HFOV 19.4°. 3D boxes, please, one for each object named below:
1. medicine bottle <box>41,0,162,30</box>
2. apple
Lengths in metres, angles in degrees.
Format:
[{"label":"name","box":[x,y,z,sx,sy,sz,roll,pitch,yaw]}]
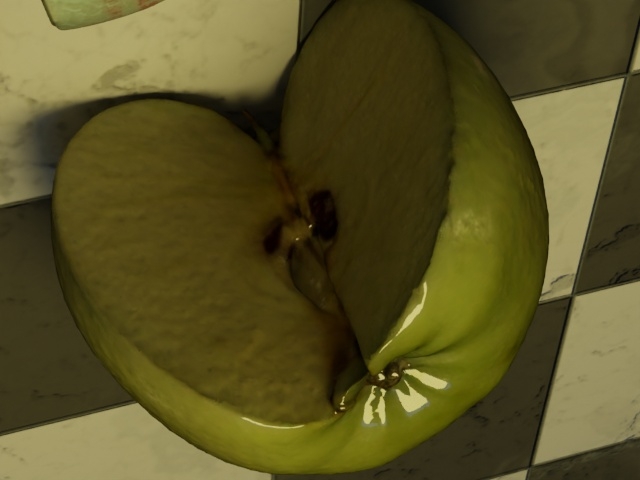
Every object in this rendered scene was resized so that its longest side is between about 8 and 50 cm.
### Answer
[{"label":"medicine bottle","box":[-0.096,-0.194,0.945,0.143,0.147,0.147,-22,143,-5]},{"label":"apple","box":[0.002,0.012,1.154,0.295,0.258,0.233,-29,145,5]}]
